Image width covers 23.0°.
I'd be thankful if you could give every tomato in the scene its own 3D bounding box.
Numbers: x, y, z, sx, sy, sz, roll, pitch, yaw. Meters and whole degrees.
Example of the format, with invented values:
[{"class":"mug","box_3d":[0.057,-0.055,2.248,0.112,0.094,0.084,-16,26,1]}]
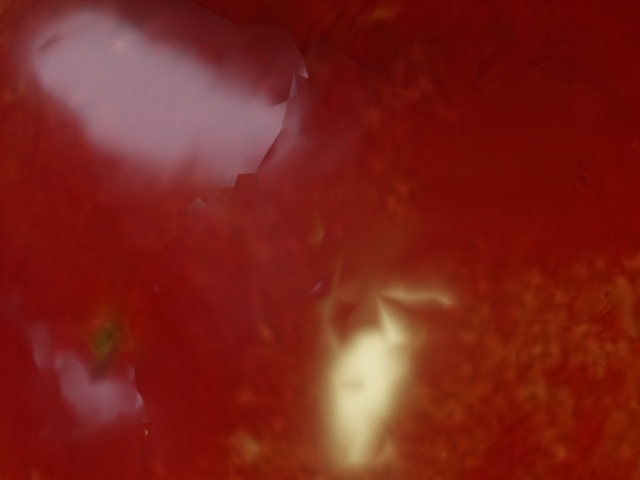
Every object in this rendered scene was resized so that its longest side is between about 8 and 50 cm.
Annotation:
[{"class":"tomato","box_3d":[0.000,0.000,0.541,0.325,0.290,0.293,25,105,22]}]
